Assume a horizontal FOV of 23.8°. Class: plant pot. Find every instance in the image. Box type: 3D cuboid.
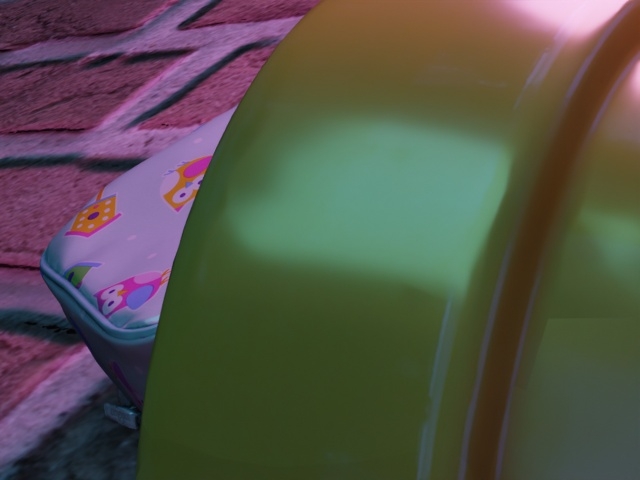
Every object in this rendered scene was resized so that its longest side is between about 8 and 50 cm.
[{"bbox_3d":[0.120,0.057,0.395,0.239,0.254,0.254,7,37,28],"label":"plant pot"}]

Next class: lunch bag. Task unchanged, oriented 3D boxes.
[{"bbox_3d":[0.000,0.000,0.784,0.279,0.108,0.224,-33,27,-13],"label":"lunch bag"}]
